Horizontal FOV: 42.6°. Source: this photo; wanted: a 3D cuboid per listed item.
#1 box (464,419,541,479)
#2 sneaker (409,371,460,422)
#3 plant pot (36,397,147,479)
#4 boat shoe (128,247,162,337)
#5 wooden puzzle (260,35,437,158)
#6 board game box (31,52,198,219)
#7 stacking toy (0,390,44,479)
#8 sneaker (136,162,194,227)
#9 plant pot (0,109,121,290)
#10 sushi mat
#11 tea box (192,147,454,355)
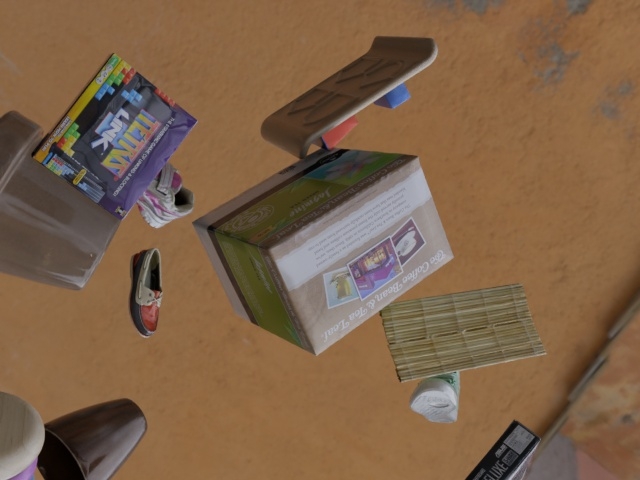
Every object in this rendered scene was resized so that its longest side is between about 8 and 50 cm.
[{"bbox_3d":[0.375,0.591,1.892,0.307,0.076,0.242,-41,150,-27],"label":"box"},{"bbox_3d":[0.231,0.272,1.653,0.256,0.094,0.151,61,30,-66],"label":"sneaker"},{"bbox_3d":[-0.540,0.486,1.986,0.230,0.215,0.215,-31,169,-45],"label":"plant pot"},{"bbox_3d":[-0.262,0.078,1.250,0.043,0.137,0.049,-17,158,29],"label":"boat shoe"},{"bbox_3d":[0.057,-0.290,1.703,0.348,0.080,0.322,-39,-158,-6],"label":"wooden puzzle"},{"bbox_3d":[-0.269,-0.136,1.079,0.170,0.141,0.048,-54,-157,-4],"label":"board game box"},{"bbox_3d":[-0.404,0.341,0.960,0.141,0.141,0.330,-61,166,-63],"label":"stacking toy"},{"bbox_3d":[-0.328,-0.120,1.576,0.111,0.252,0.103,-12,-121,22],"label":"sneaker"},{"bbox_3d":[-0.443,-0.036,1.287,0.263,0.229,0.263,-55,-164,24],"label":"plant pot"},{"bbox_3d":[0.269,0.171,1.561,0.317,0.151,0.019,-7,162,-18],"label":"sushi mat"},{"bbox_3d":[0.000,0.000,1.500,0.329,0.220,0.323,-33,-155,-24],"label":"tea box"}]
